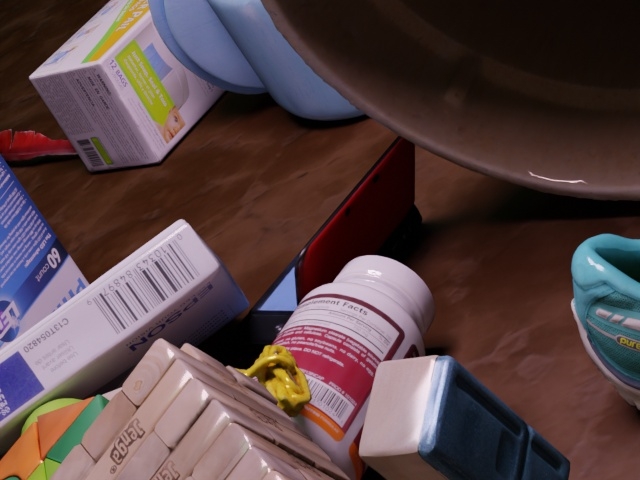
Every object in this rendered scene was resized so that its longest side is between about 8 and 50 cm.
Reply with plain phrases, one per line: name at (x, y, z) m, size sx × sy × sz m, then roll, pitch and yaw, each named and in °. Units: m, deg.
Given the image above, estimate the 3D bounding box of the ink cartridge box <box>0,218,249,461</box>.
ink cartridge box at (-0.150, 0.086, 1.117) m, size 0.223 × 0.045 × 0.224 m, roll -37°, pitch -11°, yaw -3°

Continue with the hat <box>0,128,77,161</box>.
hat at (-0.351, -0.060, 1.702) m, size 0.173 × 0.183 × 0.208 m, roll -37°, pitch -16°, yaw -26°

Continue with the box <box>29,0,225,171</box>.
box at (-0.155, -0.172, 1.584) m, size 0.103 × 0.114 × 0.203 m, roll -5°, pitch 35°, yaw 42°

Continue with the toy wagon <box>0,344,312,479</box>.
toy wagon at (-0.141, 0.178, 0.902) m, size 0.344 × 0.068 × 0.267 m, roll -50°, pitch 24°, yaw 9°

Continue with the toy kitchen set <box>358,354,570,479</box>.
toy kitchen set at (0.103, 0.163, 0.746) m, size 0.166 × 0.122 × 0.207 m, roll -10°, pitch 53°, yaw 37°

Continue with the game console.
game console at (0.000, 0.000, 1.141) m, size 0.124 × 0.085 × 0.144 m, roll -2°, pitch 38°, yaw 46°

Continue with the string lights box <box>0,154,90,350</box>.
string lights box at (-0.290, -0.011, 1.273) m, size 0.076 × 0.260 × 0.133 m, roll -12°, pitch 31°, yaw 33°

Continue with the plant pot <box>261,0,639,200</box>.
plant pot at (0.165, -0.245, 1.011) m, size 0.334 × 0.334 × 0.305 m, roll -4°, pitch 50°, yaw 44°

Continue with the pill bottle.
pill bottle at (0.009, 0.081, 0.987) m, size 0.086 × 0.086 × 0.152 m, roll -9°, pitch 33°, yaw 39°

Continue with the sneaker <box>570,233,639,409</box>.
sneaker at (0.255, 0.005, 0.829) m, size 0.275 × 0.110 × 0.107 m, roll -21°, pitch 27°, yaw 18°

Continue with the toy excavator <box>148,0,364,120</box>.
toy excavator at (0.065, -0.199, 1.343) m, size 0.433 × 0.222 × 0.445 m, roll -23°, pitch 41°, yaw 14°

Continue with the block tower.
block tower at (0.006, 0.165, 0.659) m, size 0.097 × 0.091 × 0.335 m, roll -53°, pitch 44°, yaw 3°
